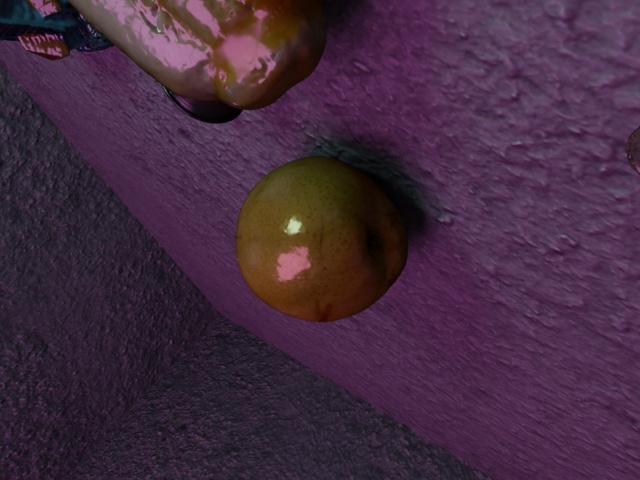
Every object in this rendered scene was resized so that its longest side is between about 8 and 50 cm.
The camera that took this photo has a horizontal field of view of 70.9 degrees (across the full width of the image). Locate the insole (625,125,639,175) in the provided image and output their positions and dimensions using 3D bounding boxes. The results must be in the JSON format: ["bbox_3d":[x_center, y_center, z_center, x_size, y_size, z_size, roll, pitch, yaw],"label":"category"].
[{"bbox_3d":[0.450,-0.040,0.371,0.348,0.009,0.119,27,152,32],"label":"insole"}]

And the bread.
[{"bbox_3d":[-0.125,-0.330,0.530,0.341,0.210,0.300,39,135,-9],"label":"bread"}]

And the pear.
[{"bbox_3d":[0.000,0.000,0.805,0.314,0.314,0.314,34,155,18],"label":"pear"}]

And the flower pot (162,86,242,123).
[{"bbox_3d":[-0.178,-0.292,0.762,0.157,0.157,0.107,48,142,-12],"label":"flower pot"}]

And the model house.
[{"bbox_3d":[-0.644,-0.492,1.017,0.261,0.241,0.226,14,142,47],"label":"model house"}]
